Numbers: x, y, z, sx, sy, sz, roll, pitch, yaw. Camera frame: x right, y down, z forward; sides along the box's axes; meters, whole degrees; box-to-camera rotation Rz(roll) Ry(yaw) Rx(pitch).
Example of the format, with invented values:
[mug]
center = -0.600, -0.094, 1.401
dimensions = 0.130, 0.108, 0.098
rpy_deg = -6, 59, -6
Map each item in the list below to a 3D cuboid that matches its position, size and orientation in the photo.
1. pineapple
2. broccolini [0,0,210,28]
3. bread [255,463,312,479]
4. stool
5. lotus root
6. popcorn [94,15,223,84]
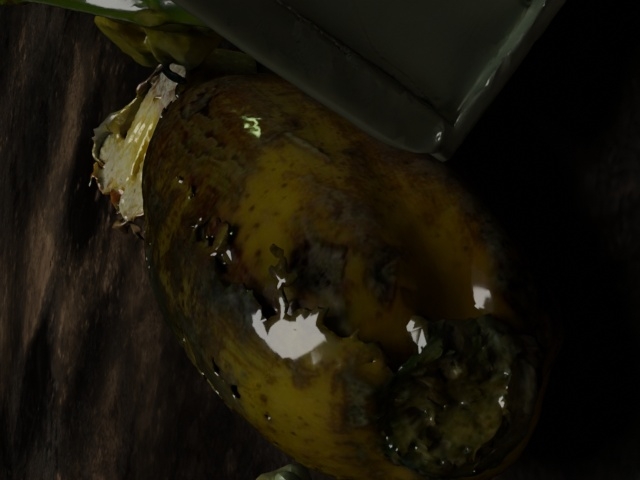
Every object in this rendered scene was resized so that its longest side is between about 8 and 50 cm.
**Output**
[pineapple]
center = -0.117, -0.085, 1.057
dimensions = 0.236, 0.115, 0.186
rpy_deg = 16, 97, 54
[broccolini]
center = -0.097, -0.185, 0.786
dimensions = 0.078, 0.392, 0.074
rpy_deg = 75, -148, -55
[bread]
center = 0.003, 0.270, 0.595
dimensions = 0.238, 0.196, 0.252
rpy_deg = 35, 117, 57
[stool]
center = 0.017, -0.221, 0.549
dimensions = 0.269, 0.244, 0.170
rpy_deg = -53, 33, 9
[lotus root]
center = 0.000, 0.000, 0.671
dimensions = 0.397, 0.196, 0.179
rpy_deg = -127, 53, -61
[popcorn]
center = -0.102, -0.220, 0.925
dimensions = 0.189, 0.218, 0.169
rpy_deg = 77, -152, -75
